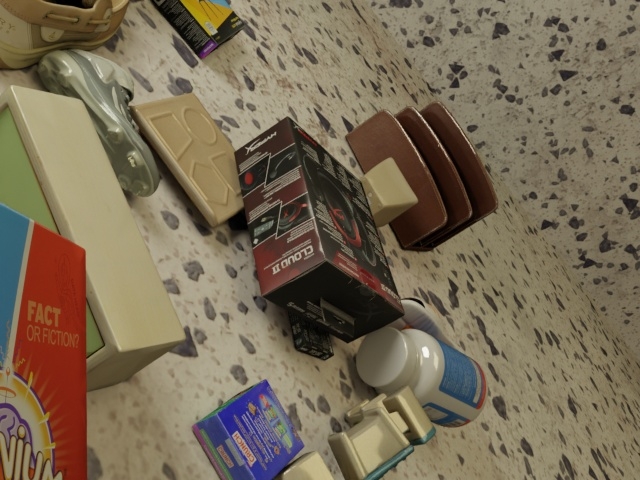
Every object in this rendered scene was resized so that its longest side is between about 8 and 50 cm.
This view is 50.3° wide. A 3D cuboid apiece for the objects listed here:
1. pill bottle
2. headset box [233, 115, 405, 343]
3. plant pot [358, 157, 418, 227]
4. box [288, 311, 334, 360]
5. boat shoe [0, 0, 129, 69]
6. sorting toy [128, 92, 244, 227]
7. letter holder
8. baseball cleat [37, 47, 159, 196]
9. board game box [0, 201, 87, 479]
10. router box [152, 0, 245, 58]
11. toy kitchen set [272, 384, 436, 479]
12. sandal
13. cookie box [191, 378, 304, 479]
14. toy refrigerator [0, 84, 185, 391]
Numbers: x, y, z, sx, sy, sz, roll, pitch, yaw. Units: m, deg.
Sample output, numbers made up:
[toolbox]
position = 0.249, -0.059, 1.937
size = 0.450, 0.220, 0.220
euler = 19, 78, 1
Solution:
[pill bottle]
position = 0.158, 0.209, 1.061
size = 0.221, 0.124, 0.124
euler = 33, 34, -42
[headset box]
position = 0.000, 0.000, 0.988
size = 0.218, 0.110, 0.293
euler = 35, 31, -48
[plant pot]
position = 0.107, -0.088, 1.360
size = 0.096, 0.109, 0.109
euler = -20, 77, -52
[box]
position = -0.015, 0.125, 0.978
size = 0.067, 0.018, 0.083
euler = 28, 37, -45
[boat shoe]
position = -0.312, -0.312, 0.864
size = 0.121, 0.110, 0.341
euler = 47, 27, -19
[sorting toy]
position = -0.174, -0.118, 0.974
size = 0.193, 0.038, 0.208
euler = 54, 21, -4
[letter holder]
position = 0.232, -0.158, 1.524
size = 0.152, 0.214, 0.301
euler = 5, 56, -59
[baseball cleat]
position = -0.244, -0.151, 0.825
size = 0.206, 0.072, 0.109
euler = 54, 37, -5
[board game box]
position = -0.194, 0.135, 0.352
size = 0.242, 0.064, 0.316
euler = 82, 4, -78
[router box]
position = -0.215, -0.411, 1.228
size = 0.133, 0.046, 0.179
euler = 49, 26, -15
[toy kitchen set]
position = 0.040, 0.288, 0.836
size = 0.207, 0.166, 0.122
euler = -27, 81, -28
[sandal]
position = 0.170, 0.159, 1.189
size = 0.265, 0.102, 0.076
euler = 43, 25, -44
[cookie box]
position = -0.076, 0.213, 0.740
size = 0.092, 0.040, 0.107
euler = 59, 25, 5
[toy refrigerator]
position = -0.239, -0.001, 0.634
size = 0.094, 0.102, 0.269
euler = -1, 62, -61
